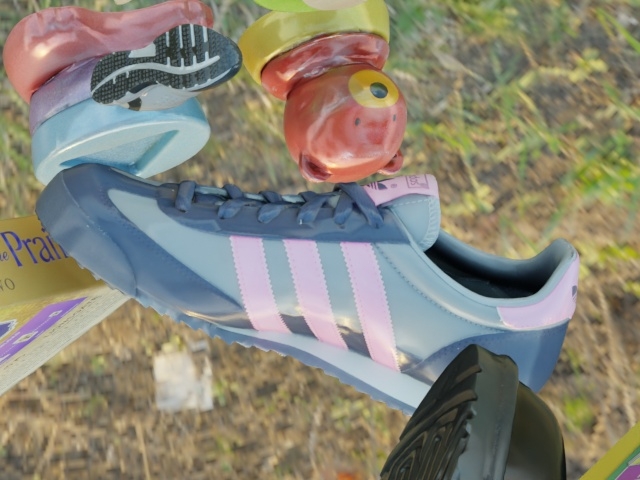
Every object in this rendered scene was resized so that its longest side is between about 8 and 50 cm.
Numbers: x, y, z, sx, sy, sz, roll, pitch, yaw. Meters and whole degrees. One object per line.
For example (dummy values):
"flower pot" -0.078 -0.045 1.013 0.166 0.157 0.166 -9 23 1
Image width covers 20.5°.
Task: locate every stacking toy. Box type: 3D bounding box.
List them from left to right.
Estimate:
"stacking toy" -0.055 -0.117 1.255 0.309 0.279 0.130 -11 74 -20

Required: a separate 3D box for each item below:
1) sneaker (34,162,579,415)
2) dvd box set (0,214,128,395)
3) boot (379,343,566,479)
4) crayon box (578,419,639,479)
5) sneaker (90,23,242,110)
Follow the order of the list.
"sneaker" 0.000 0.000 1.026 0.319 0.112 0.131 21 112 -14
"dvd box set" -0.317 0.097 1.004 0.307 0.420 0.062 -36 79 26
"boot" 0.143 0.240 0.886 0.260 0.348 0.131 21 144 -16
"crayon box" 0.330 0.189 1.239 0.363 0.313 0.106 -21 98 43
"sneaker" -0.085 -0.100 1.045 0.043 0.109 0.040 16 72 -49
